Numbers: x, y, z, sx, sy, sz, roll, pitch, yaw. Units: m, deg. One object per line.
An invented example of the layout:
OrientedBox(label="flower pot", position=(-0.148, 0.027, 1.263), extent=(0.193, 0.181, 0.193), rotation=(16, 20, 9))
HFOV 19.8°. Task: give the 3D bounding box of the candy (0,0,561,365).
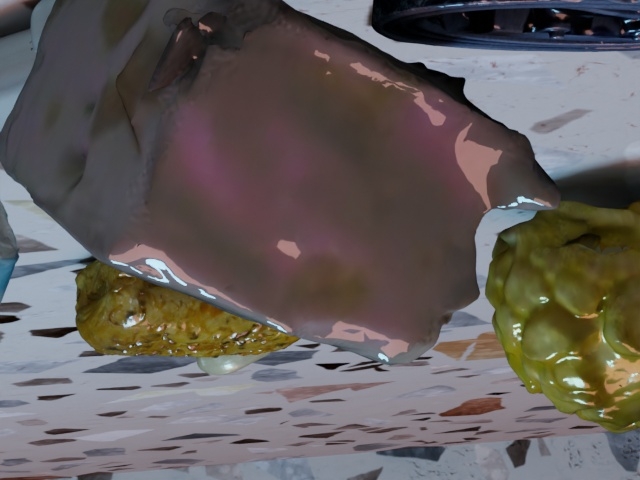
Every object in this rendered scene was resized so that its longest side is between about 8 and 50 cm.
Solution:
OrientedBox(label="candy", position=(-0.030, -0.042, 0.815), extent=(0.195, 0.137, 0.185), rotation=(23, -174, -33))

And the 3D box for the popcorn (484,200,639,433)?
OrientedBox(label="popcorn", position=(0.257, 0.047, 1.437), extent=(0.250, 0.190, 0.250), rotation=(-7, 156, -3))

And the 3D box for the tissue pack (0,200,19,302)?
OrientedBox(label="tissue pack", position=(-0.320, 0.054, 1.145), extent=(0.201, 0.124, 0.271), rotation=(5, 135, -27))

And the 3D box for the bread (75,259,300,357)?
OrientedBox(label="bread", position=(-0.100, 0.052, 1.542), extent=(0.211, 0.083, 0.114), rotation=(1, 162, -31))

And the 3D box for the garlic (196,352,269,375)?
OrientedBox(label="garlic", position=(-0.093, 0.121, 1.946), extent=(0.083, 0.041, 0.053), rotation=(-13, 172, 2))

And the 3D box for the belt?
OrientedBox(label="belt", position=(0.108, -0.128, 0.800), extent=(0.190, 0.082, 0.141), rotation=(0, 176, -22))

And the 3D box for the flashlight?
OrientedBox(label="flashlight", position=(-0.145, -0.092, 0.952), extent=(0.093, 0.047, 0.200), rotation=(10, 163, -44))
